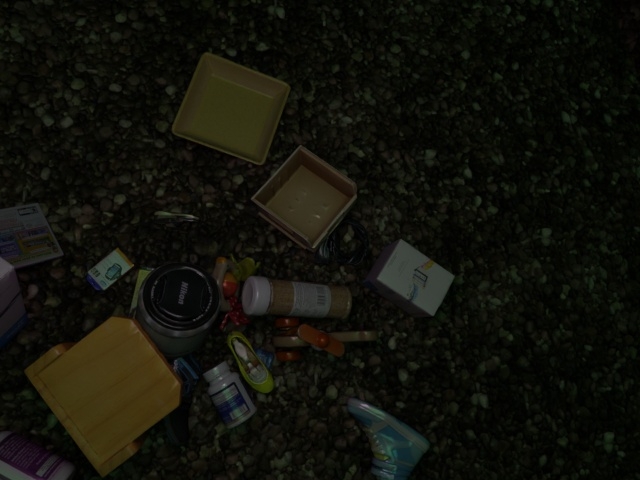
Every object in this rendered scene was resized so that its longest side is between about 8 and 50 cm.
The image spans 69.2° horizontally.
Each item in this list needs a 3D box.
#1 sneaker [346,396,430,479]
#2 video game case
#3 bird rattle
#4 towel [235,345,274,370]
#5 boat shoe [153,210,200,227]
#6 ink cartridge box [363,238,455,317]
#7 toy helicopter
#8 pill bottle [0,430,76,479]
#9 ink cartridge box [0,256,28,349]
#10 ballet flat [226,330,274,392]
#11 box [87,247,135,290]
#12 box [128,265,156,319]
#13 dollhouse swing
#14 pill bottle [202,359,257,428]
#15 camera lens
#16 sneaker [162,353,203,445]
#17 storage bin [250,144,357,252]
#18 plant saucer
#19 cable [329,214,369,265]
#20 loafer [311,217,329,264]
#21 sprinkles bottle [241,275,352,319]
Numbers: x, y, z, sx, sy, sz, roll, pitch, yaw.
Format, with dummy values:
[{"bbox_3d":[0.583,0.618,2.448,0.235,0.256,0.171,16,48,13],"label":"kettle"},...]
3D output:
[{"bbox_3d":[0.187,0.670,1.518,0.318,0.127,0.208,34,74,-3],"label":"sneaker"},{"bbox_3d":[-0.929,-0.008,1.411,0.212,0.023,0.194,-24,83,-53],"label":"video game case"},{"bbox_3d":[-0.302,0.157,1.485,0.142,0.207,0.254,8,71,19],"label":"bird rattle"},{"bbox_3d":[-0.217,0.390,1.538,0.119,0.029,0.067,20,75,-7],"label":"towel"},{"bbox_3d":[-0.483,-0.068,1.561,0.152,0.056,0.049,6,83,-1],"label":"boat shoe"},{"bbox_3d":[0.305,0.137,1.617,0.232,0.171,0.168,34,75,-4],"label":"ink cartridge box"},{"bbox_3d":[0.022,0.310,1.494,0.354,0.235,0.140,-1,80,-12],"label":"toy helicopter"},{"bbox_3d":[-0.863,0.640,1.290,0.301,0.169,0.169,31,75,-4],"label":"pill bottle"},{"bbox_3d":[-0.970,0.128,1.234,0.285,0.395,0.166,36,51,-3],"label":"ink cartridge box"},{"bbox_3d":[-0.226,0.392,1.479,0.077,0.077,0.231,-33,89,-16],"label":"ballet flat"},{"bbox_3d":[-0.681,0.098,1.501,0.136,0.028,0.081,-42,90,-13],"label":"box"},{"bbox_3d":[-0.558,0.203,1.490,0.087,0.058,0.233,10,77,-10],"label":"box"},{"bbox_3d":[-0.569,0.403,1.316,0.304,0.315,0.347,-38,88,-16],"label":"dollhouse swing"},{"bbox_3d":[-0.290,0.481,1.463,0.111,0.112,0.187,-29,86,-15],"label":"pill bottle"},{"bbox_3d":[-0.415,0.207,1.336,0.219,0.274,0.220,12,56,-18],"label":"camera lens"},{"bbox_3d":[-0.429,0.452,1.436,0.139,0.125,0.342,-7,83,-17],"label":"sneaker"},{"bbox_3d":[-0.048,-0.138,1.592,0.260,0.123,0.262,36,74,13],"label":"storage bin"},{"bbox_3d":[-0.311,-0.455,1.652,0.332,0.081,0.333,19,77,-7],"label":"plant saucer"},{"bbox_3d":[0.104,-0.005,1.667,0.150,0.047,0.185,4,78,-11],"label":"cable"},{"bbox_3d":[0.000,0.000,1.640,0.061,0.062,0.170,2,78,-6],"label":"loafer"},{"bbox_3d":[-0.071,0.190,1.500,0.355,0.121,0.122,9,77,-31],"label":"sprinkles bottle"}]
